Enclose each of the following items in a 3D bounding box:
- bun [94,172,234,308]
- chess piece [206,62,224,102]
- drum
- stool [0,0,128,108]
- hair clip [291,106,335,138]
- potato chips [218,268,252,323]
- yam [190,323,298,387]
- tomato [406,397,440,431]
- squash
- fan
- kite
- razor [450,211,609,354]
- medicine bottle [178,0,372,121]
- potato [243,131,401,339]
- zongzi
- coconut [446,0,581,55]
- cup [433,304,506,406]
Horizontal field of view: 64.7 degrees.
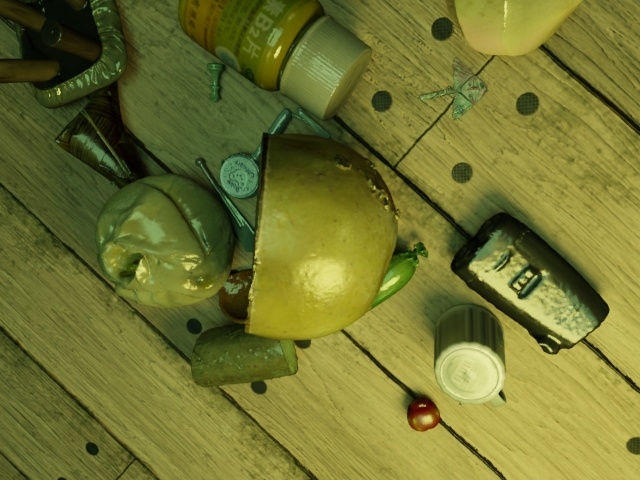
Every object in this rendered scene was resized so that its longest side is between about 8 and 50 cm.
[{"bbox_3d":[-0.401,0.016,1.269,0.364,0.219,0.366,3,110,7],"label":"bun"},{"bbox_3d":[-0.261,-0.388,1.248,0.042,0.042,0.093,11,110,12],"label":"chess piece"},{"bbox_3d":[-0.142,-0.200,1.254,0.253,0.049,0.130,-36,91,15],"label":"drum"},{"bbox_3d":[-0.668,-0.511,1.211,0.310,0.226,0.311,-17,90,19],"label":"stool"},{"bbox_3d":[-0.017,-0.276,1.207,0.115,0.039,0.030,39,95,2],"label":"hair clip"},{"bbox_3d":[-0.176,0.147,1.324,0.201,0.049,0.150,-13,66,25],"label":"potato chips"},{"bbox_3d":[-0.194,0.292,1.322,0.267,0.161,0.161,-12,99,17],"label":"yam"},{"bbox_3d":[0.258,0.436,1.278,0.087,0.087,0.075,-23,93,18],"label":"tomato"},{"bbox_3d":[0.103,0.125,1.240,0.378,0.101,0.101,-35,92,17],"label":"squash"},{"bbox_3d":[-0.247,-0.091,1.320,0.057,0.023,0.282,-33,93,27],"label":"fan"},{"bbox_3d":[0.299,-0.338,1.133,0.152,0.005,0.137,2,100,14],"label":"kite"},{"bbox_3d":[0.466,0.098,1.135,0.327,0.107,0.189,42,108,1],"label":"razor"},{"bbox_3d":[-0.096,-0.443,1.099,0.384,0.224,0.224,36,108,3],"label":"medicine bottle"},{"bbox_3d":[0.000,0.000,1.117,0.319,0.385,0.443,8,106,-7],"label":"potato"},{"bbox_3d":[-0.516,-0.274,1.318,0.247,0.111,0.241,37,87,-8],"label":"zongzi"},{"bbox_3d":[0.379,-0.489,0.967,0.259,0.259,0.260,3,103,14],"label":"coconut"},{"bbox_3d":[0.361,0.272,1.152,0.221,0.202,0.167,31,110,7],"label":"cup"}]
